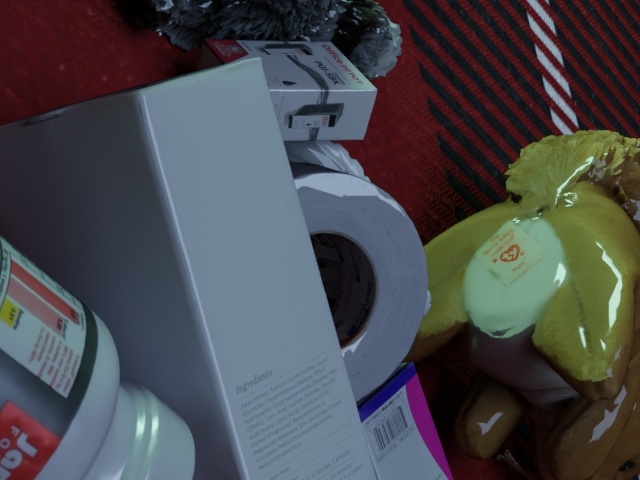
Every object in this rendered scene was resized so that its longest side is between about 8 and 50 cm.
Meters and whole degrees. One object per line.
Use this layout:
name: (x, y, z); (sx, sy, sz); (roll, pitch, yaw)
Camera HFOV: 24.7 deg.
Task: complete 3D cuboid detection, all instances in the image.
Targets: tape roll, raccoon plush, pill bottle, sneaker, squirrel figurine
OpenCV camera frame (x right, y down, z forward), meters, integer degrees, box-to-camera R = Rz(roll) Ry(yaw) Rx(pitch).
tape roll: (-0.015, 0.042, 1.314); (0.219, 0.072, 0.219); (-5, 101, -25)
raccoon plush: (0.023, -0.295, 1.325); (0.446, 0.299, 0.216); (5, 79, -51)
pill bottle: (-0.263, 0.085, 0.941); (0.363, 0.210, 0.210); (43, 52, -30)
sneaker: (0.000, 0.000, 1.392); (0.281, 0.105, 0.115); (52, 59, -19)
squirrel figurine: (0.294, 0.093, 1.617); (0.370, 0.281, 0.397); (50, 50, -41)

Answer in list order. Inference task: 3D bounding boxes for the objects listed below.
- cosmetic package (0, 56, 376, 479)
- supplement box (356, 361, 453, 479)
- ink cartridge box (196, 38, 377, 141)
cosmetic package: (-0.116, 0.069, 1.151); (0.156, 0.217, 0.385); (-22, 102, -51)
supplement box: (0.055, 0.243, 1.406); (0.111, 0.114, 0.220); (-34, 108, -50)
ink cartridge box: (-0.032, -0.136, 1.321); (0.135, 0.099, 0.056); (-4, 126, -31)
